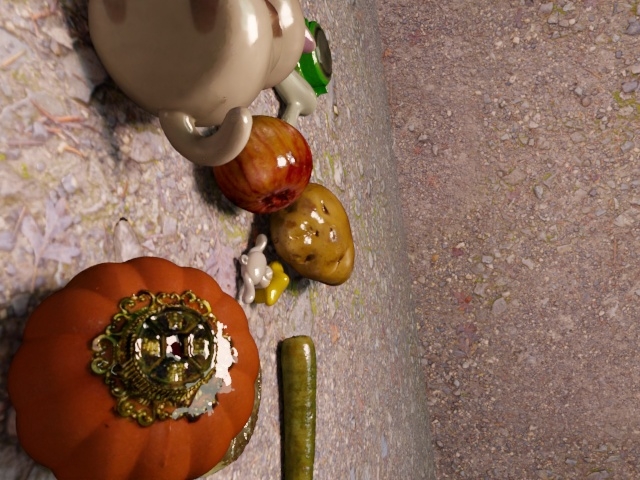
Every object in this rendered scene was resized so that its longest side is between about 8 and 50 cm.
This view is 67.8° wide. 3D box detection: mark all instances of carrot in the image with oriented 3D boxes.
[{"bbox_3d":[-0.040,0.367,0.933,0.074,0.074,0.358,26,61,-68],"label":"carrot"}]

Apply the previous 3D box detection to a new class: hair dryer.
[{"bbox_3d":[-0.091,-0.286,1.049,0.206,0.076,0.237,38,56,-55],"label":"hair dryer"}]

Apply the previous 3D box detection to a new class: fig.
[{"bbox_3d":[-0.110,-0.152,0.803,0.207,0.175,0.175,61,11,22],"label":"fig"}]

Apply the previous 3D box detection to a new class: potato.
[{"bbox_3d":[0.000,0.000,1.028,0.176,0.196,0.369,-59,162,-7],"label":"potato"}]

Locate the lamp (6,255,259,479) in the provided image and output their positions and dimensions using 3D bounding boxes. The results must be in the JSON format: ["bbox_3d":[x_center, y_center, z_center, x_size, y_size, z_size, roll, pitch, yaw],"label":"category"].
[{"bbox_3d":[-0.167,0.123,0.454,0.223,0.197,0.223,16,59,-28],"label":"lamp"}]

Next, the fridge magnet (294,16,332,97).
[{"bbox_3d":[-0.028,-0.473,1.222,0.208,0.088,0.207,-7,90,-71],"label":"fridge magnet"}]

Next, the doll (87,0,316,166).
[{"bbox_3d":[-0.141,-0.281,0.645,0.370,0.215,0.225,-74,156,-51],"label":"doll"}]

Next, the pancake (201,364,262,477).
[{"bbox_3d":[-0.156,0.215,0.698,0.254,0.037,0.253,-7,90,-70],"label":"pancake"}]

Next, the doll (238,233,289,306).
[{"bbox_3d":[-0.107,0.065,0.855,0.113,0.072,0.135,65,29,-24],"label":"doll"}]
